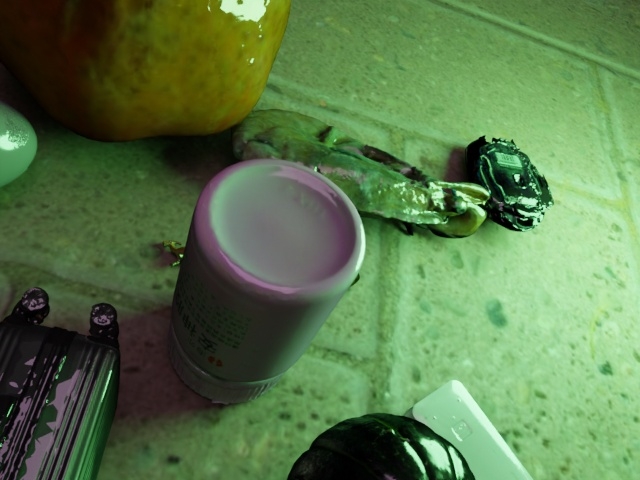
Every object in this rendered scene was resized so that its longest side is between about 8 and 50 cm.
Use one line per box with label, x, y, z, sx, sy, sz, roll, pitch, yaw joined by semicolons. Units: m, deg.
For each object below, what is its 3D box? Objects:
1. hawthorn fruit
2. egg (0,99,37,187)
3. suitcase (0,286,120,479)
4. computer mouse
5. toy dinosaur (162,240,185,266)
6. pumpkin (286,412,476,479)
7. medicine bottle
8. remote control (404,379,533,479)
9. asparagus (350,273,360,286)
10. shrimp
hawthorn fruit;-0.262;-0.378;0.854;0.472;0.472;0.471;10;54;-14
egg;-0.470;-0.124;0.775;0.199;0.146;0.146;-2;57;-34
suitcase;-0.279;0.222;0.571;0.128;0.202;0.312;15;52;-10
computer mouse;0.331;-0.101;1.111;0.147;0.077;0.241;9;51;-15
toy dinosaur;-0.174;0.026;0.858;0.113;0.026;0.041;19;35;3
pumpkin;0.073;0.314;0.643;0.250;0.216;0.249;1;88;-34
medicine bottle;-0.078;0.060;0.704;0.178;0.290;0.178;10;54;-15
remote control;0.220;0.311;0.807;0.103;0.034;0.250;-24;67;-33
asparagus;0.000;0.000;0.940;0.045;0.041;0.178;22;26;-49
shrimp;0.064;-0.110;1.009;0.446;0.110;0.221;20;36;-5
